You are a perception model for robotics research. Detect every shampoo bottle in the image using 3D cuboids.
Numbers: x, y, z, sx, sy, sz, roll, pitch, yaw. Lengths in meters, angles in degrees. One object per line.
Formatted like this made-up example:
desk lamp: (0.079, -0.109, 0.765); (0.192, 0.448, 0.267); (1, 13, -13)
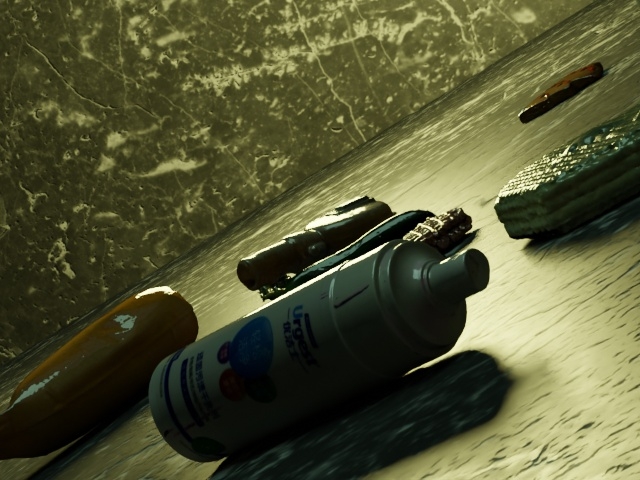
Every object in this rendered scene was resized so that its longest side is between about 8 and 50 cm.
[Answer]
shampoo bottle: (0.002, 0.074, 1.242); (0.303, 0.092, 0.092); (-28, 7, 41)

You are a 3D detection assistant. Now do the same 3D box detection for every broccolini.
broccolini: (-0.037, 0.056, 2.025); (0.052, 0.054, 0.194); (-58, 19, -8)

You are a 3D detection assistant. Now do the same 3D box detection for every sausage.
sausage: (-0.279, 0.168, 2.005); (0.328, 0.112, 0.112); (-37, 6, -31)

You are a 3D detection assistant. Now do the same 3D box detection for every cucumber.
cucumber: (0.043, 0.014, 1.878); (0.184, 0.033, 0.036); (-31, -15, 4)

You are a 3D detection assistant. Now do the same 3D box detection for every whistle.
whistle: (0.000, 0.000, 1.959); (0.220, 0.057, 0.107); (-24, 11, -32)

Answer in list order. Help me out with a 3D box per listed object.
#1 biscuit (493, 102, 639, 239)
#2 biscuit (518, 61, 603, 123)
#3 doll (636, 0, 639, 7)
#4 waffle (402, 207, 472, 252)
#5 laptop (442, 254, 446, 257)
biscuit: (0.242, -0.074, 1.369); (0.252, 0.052, 0.150); (-30, 6, 31)
biscuit: (0.309, -0.193, 2.249); (0.130, 0.019, 0.119); (-35, 5, -12)
doll: (0.412, -0.259, 1.760); (0.199, 0.105, 0.336); (-6, 7, 14)
waffle: (0.107, -0.003, 1.658); (0.083, 0.029, 0.075); (-24, 13, 45)
laptop: (0.024, 0.071, 1.555); (0.135, 0.016, 0.197); (-28, 7, 34)
